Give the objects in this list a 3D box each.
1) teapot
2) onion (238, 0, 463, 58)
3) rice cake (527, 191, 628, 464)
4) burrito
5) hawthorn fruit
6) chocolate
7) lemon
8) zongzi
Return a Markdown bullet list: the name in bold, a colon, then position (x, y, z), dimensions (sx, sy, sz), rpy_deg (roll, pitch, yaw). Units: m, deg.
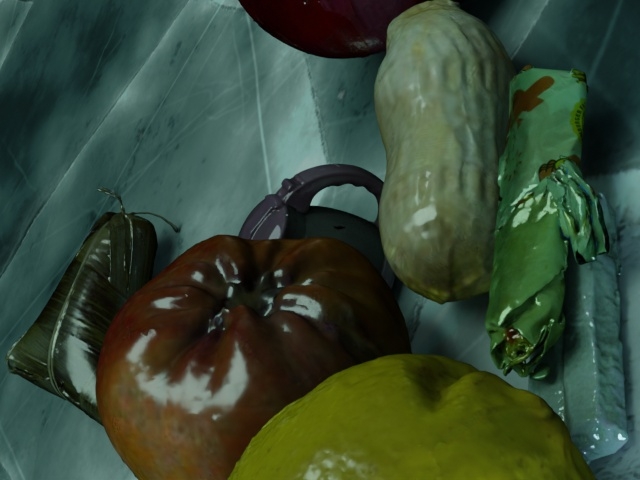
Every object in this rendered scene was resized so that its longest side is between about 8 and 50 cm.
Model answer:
- **teapot**: position (0.000, 0.008, 1.527), dimensions (0.148, 0.146, 0.116), rpy_deg (-42, 37, 33)
- **onion**: position (0.038, -0.304, 1.616), dimensions (0.276, 0.276, 0.276), rpy_deg (-36, 40, 39)
- **rice cake**: position (0.198, 0.073, 1.278), dimensions (0.085, 0.040, 0.226), rpy_deg (-32, 42, 41)
- **burrito**: position (0.182, -0.028, 1.290), dimensions (0.104, 0.054, 0.288), rpy_deg (-25, 46, 47)
- **hawthorn fruit**: position (-0.047, 0.149, 1.408), dimensions (0.277, 0.277, 0.298), rpy_deg (-114, 20, -52)
- **chocolate**: position (0.114, -0.084, 1.444), dimensions (0.134, 0.134, 0.309), rpy_deg (-35, 44, 40)
- **lemon**: position (0.058, 0.226, 1.146), dimensions (0.297, 0.297, 0.297), rpy_deg (-36, 40, 39)
- **zongzi**: position (-0.218, 0.090, 1.870), dimensions (0.241, 0.111, 0.247), rpy_deg (25, 83, 42)
